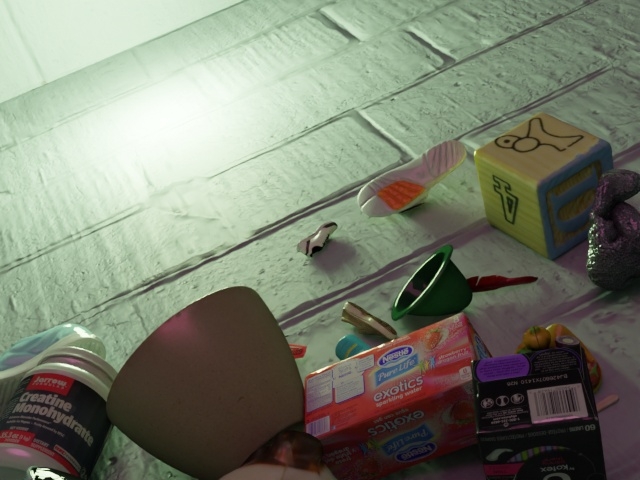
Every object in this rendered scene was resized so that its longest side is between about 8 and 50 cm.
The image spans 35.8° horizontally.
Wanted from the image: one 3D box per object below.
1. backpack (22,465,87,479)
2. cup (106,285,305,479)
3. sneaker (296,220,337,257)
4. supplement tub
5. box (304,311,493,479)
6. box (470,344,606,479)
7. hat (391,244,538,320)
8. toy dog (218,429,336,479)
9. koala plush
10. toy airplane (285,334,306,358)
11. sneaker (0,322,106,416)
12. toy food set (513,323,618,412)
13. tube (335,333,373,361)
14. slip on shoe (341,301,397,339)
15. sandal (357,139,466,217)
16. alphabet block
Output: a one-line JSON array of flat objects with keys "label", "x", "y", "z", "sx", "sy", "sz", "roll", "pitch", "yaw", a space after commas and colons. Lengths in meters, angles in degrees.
[{"label": "backpack", "x": -0.376, "y": 0.465, "z": 1.522, "sx": 0.191, "sy": 0.253, "sz": 0.225, "roll": -50, "pitch": 44, "yaw": -8}, {"label": "cup", "x": -0.153, "y": 0.275, "z": 1.663, "sx": 0.331, "sy": 0.331, "sz": 0.237, "roll": -36, "pitch": 64, "yaw": -23}, {"label": "sneaker", "x": 0.000, "y": 0.000, "z": 2.164, "sx": 0.109, "sy": 0.040, "sz": 0.043, "roll": -39, "pitch": 57, "yaw": -21}, {"label": "supplement tub", "x": -0.481, "y": 0.344, "z": 1.779, "sx": 0.191, "sy": 0.191, "sz": 0.272, "roll": -4, "pitch": 38, "yaw": 19}, {"label": "box", "x": 0.134, "y": 0.260, "z": 1.601, "sx": 0.300, "sy": 0.142, "sz": 0.154, "roll": -25, "pitch": 36, "yaw": 17}, {"label": "box", "x": 0.316, "y": 0.302, "z": 1.412, "sx": 0.165, "sy": 0.270, "sz": 0.143, "roll": -10, "pitch": 36, "yaw": 12}, {"label": "hat", "x": 0.267, "y": 0.123, "z": 1.887, "sx": 0.208, "sy": 0.183, "sz": 0.173, "roll": -47, "pitch": 9, "yaw": 36}, {"label": "toy dog", "x": -0.019, "y": 0.444, "z": 1.374, "sx": 0.395, "sy": 0.285, "sz": 0.408, "roll": -14, "pitch": 33, "yaw": -20}, {"label": "koala plush", "x": 0.604, "y": 0.003, "z": 1.774, "sx": 0.221, "sy": 0.196, "sz": 0.203, "roll": 6, "pitch": 54, "yaw": 29}, {"label": "toy airplane", "x": -0.098, "y": 0.234, "z": 1.895, "sx": 0.151, "sy": 0.028, "sz": 0.151, "roll": -13, "pitch": 36, "yaw": 10}, {"label": "sneaker", "x": -0.616, "y": 0.282, "z": 1.991, "sx": 0.366, "sy": 0.135, "sz": 0.150, "roll": -24, "pitch": 27, "yaw": -23}, {"label": "toy food set", "x": 0.405, "y": 0.205, "z": 1.674, "sx": 0.128, "sy": 0.071, "sz": 0.218, "roll": -22, "pitch": 36, "yaw": -5}, {"label": "tube", "x": 0.105, "y": 0.241, "z": 1.782, "sx": 0.207, "sy": 0.052, "sz": 0.080, "roll": 36, "pitch": 93, "yaw": 46}, {"label": "slip on shoe", "x": 0.090, "y": 0.163, "z": 1.900, "sx": 0.135, "sy": 0.051, "sz": 0.041, "roll": 30, "pitch": 97, "yaw": 37}, {"label": "sandal", "x": 0.212, "y": -0.121, "z": 2.189, "sx": 0.265, "sy": 0.076, "sz": 0.102, "roll": -30, "pitch": 57, "yaw": 3}, {"label": "alphabet block", "x": 0.449, "y": -0.112, "z": 1.974, "sx": 0.192, "sy": 0.193, "sz": 0.197, "roll": -29, "pitch": 37, "yaw": -17}]
